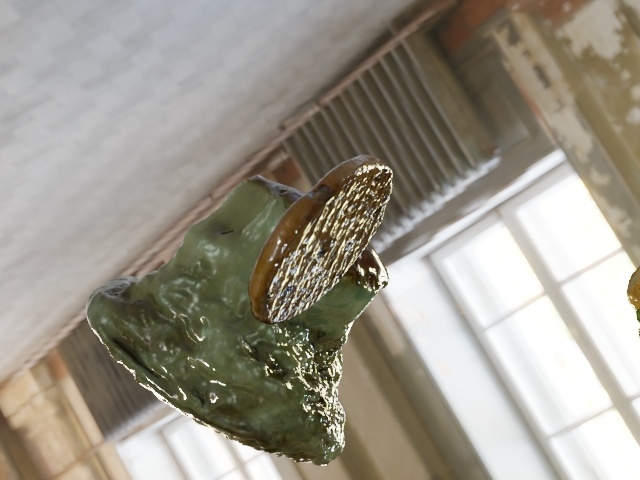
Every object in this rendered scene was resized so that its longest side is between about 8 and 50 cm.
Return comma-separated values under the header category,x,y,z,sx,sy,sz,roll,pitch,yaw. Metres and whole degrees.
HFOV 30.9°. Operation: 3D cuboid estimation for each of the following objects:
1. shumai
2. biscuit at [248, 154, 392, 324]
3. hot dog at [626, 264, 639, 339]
category,x,y,z,sx,sy,sz,roll,pitch,yaw
shumai,-0.083,0.083,1.541,0.323,0.398,0.324,-59,166,5
biscuit,0.000,0.000,1.197,0.212,0.036,0.212,-43,160,-20
hot dog,0.387,0.004,1.082,0.250,0.076,0.104,-49,-152,3
